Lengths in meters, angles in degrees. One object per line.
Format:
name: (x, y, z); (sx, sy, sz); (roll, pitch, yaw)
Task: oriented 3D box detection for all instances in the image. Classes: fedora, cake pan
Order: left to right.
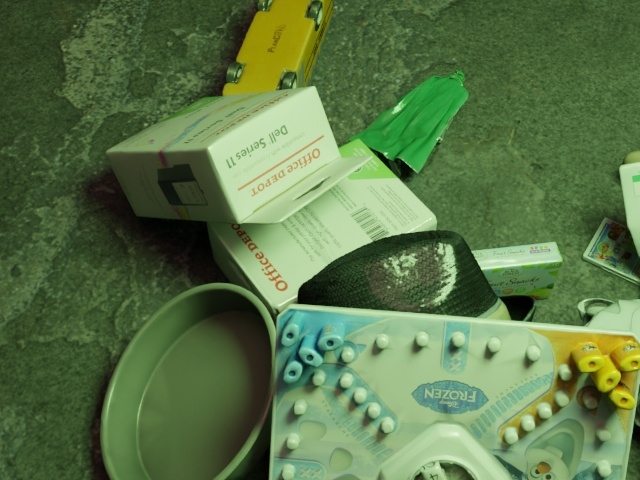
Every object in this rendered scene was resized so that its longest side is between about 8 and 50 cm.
cake pan: (-0.155, 0.196, 1.179); (0.293, 0.054, 0.293); (-21, 51, 29)
fedora: (0.089, 0.080, 1.171); (0.334, 0.334, 0.152); (-23, 95, -15)

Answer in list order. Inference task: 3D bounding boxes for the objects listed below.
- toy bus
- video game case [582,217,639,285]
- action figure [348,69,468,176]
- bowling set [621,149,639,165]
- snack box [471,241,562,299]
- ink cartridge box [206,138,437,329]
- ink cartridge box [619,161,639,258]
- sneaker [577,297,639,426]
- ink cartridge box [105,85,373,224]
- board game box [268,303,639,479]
toy bus: (-0.067, -0.315, 1.588); (0.108, 0.130, 0.332); (11, 55, 8)
video game case: (0.466, 0.022, 1.407); (0.122, 0.011, 0.087); (27, 59, 19)
action figure: (0.170, -0.203, 1.544); (0.137, 0.063, 0.232); (32, 64, 24)
bowling set: (0.593, -0.074, 1.367); (0.154, 0.287, 0.199); (-7, 81, -21)
snack box: (0.262, 0.050, 1.333); (0.141, 0.100, 0.037); (-6, 54, -4)
ink cartridge box: (0.000, 0.000, 1.364); (0.273, 0.114, 0.198); (-29, 57, -19)
ink cartridge box: (0.518, -0.008, 1.283); (0.181, 0.056, 0.224); (-9, 89, 31)
sneaker: (0.422, 0.218, 1.192); (0.210, 0.137, 0.365); (8, 50, 8)
ink cartridge box: (-0.121, -0.123, 1.330); (0.207, 0.119, 0.353); (-36, 26, -33)
board game box: (0.135, 0.275, 1.027); (0.390, 0.389, 0.050); (4, 14, 3)
